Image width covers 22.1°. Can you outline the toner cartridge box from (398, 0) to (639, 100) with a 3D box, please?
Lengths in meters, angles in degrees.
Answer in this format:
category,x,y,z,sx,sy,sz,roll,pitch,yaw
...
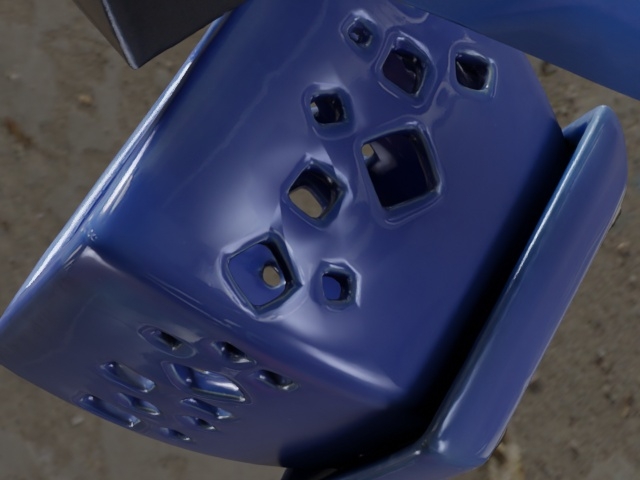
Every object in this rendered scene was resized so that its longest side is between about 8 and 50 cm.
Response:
category,x,y,z,sx,sy,sz,roll,pitch,yaw
toner cartridge box,0.112,-0.103,0.332,0.348,0.165,0.075,19,155,-16

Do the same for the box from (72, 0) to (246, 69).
category,x,y,z,sx,sy,sz,roll,pitch,yaw
box,-0.057,-0.176,0.648,0.156,0.158,0.093,48,165,37

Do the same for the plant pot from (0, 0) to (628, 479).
category,x,y,z,sx,sy,sz,roll,pitch,yaw
plant pot,0.000,0.000,0.805,0.212,0.236,0.236,36,154,-9
